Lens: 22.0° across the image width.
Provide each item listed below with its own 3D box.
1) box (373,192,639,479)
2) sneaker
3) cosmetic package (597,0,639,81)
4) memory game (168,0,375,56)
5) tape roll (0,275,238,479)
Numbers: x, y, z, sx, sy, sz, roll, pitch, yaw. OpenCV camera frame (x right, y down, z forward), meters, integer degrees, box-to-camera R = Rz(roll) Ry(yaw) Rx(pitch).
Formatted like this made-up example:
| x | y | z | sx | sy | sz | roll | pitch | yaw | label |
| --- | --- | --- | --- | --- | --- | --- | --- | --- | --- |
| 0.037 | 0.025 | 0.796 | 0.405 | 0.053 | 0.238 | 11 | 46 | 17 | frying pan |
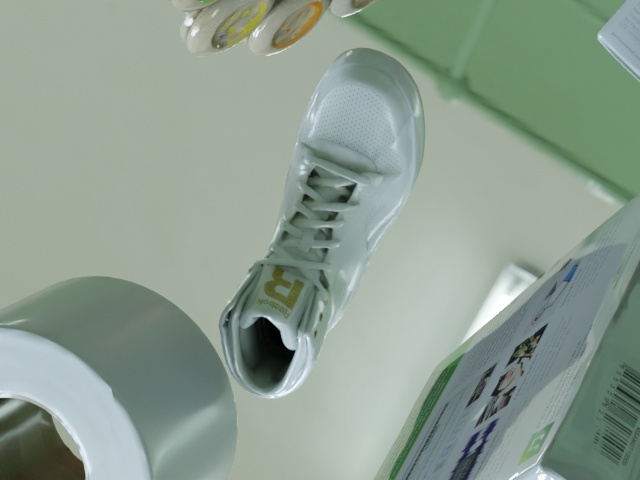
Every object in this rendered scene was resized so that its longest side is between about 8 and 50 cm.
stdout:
| x | y | z | sx | sy | sz | roll | pitch | yaw | label |
| --- | --- | --- | --- | --- | --- | --- | --- | --- | --- |
| 0.111 | 0.110 | 0.955 | 0.058 | 0.322 | 0.232 | 37 | -125 | -5 | box |
| 0.000 | 0.000 | 1.337 | 0.108 | 0.292 | 0.169 | 20 | -143 | 7 | sneaker |
| 0.311 | -0.194 | 1.136 | 0.085 | 0.231 | 0.117 | 49 | -159 | 26 | cosmetic package |
| 0.025 | -0.123 | 0.522 | 0.186 | 0.186 | 0.012 | -29 | -108 | -38 | memory game |
| -0.211 | 0.164 | 1.357 | 0.246 | 0.246 | 0.169 | 33 | -158 | 10 | tape roll |
